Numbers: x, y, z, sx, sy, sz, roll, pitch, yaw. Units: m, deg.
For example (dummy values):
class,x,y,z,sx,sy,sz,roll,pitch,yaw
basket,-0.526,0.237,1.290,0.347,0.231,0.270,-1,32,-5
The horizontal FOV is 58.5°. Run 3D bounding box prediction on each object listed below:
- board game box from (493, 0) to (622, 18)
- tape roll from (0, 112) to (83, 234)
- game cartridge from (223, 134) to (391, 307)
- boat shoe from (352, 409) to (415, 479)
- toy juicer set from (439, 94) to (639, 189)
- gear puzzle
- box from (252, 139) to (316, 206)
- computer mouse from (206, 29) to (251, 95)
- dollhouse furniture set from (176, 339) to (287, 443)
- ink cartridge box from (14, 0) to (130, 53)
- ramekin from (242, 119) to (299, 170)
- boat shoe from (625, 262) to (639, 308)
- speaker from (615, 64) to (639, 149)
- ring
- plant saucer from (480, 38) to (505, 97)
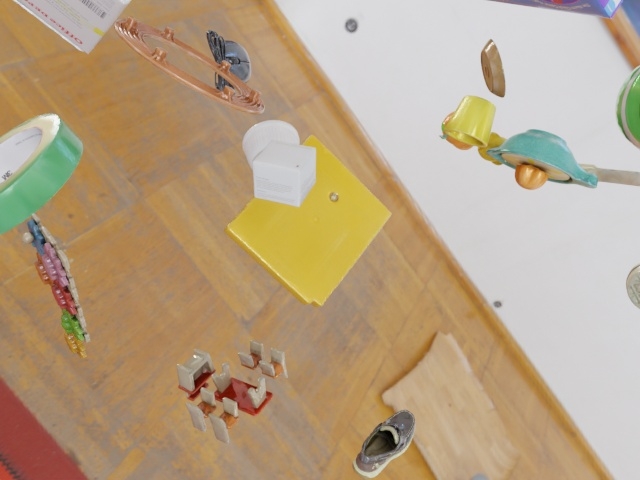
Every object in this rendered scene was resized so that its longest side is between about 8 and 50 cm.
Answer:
class,x,y,z,sx,sy,sz,roll,pitch,yaw
board game box,0.360,-0.527,1.046,0.233,0.078,0.347,26,10,-40
tape roll,-0.680,-0.146,1.265,0.077,0.320,0.322,56,32,-40
game cartridge,-0.021,-0.044,1.350,0.285,0.052,0.324,44,68,-10
boat shoe,0.110,0.315,0.906,0.056,0.049,0.152,33,39,22
toy juicer set,0.341,-0.126,0.945,0.328,0.090,0.209,21,3,-4
gear puzzle,-0.525,0.116,1.141,0.044,0.339,0.175,-26,51,-32
box,-0.071,-0.137,1.154,0.102,0.101,0.087,-61,159,-47
computer mouse,-0.235,-0.477,1.569,0.272,0.072,0.189,-82,162,-73
dollhouse furniture set,-0.249,0.393,1.514,0.262,0.258,0.135,-42,136,-44
ink cartridge box,-0.672,-0.722,1.572,0.279,0.384,0.161,38,64,-28
ramekin,-0.169,-0.315,2.033,0.207,0.207,0.109,22,42,-40
boat shoe,0.916,0.159,1.198,0.499,0.187,0.156,28,43,29
speaker,0.415,-0.124,0.540,0.131,0.131,0.296,49,6,-15
ring,-0.255,-0.364,1.171,0.336,0.032,0.337,30,20,-12
plant saucer,0.241,-0.241,0.807,0.083,0.015,0.084,-15,90,-82
